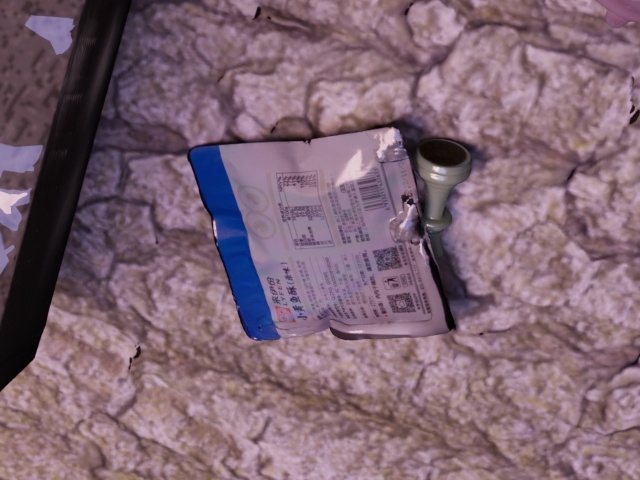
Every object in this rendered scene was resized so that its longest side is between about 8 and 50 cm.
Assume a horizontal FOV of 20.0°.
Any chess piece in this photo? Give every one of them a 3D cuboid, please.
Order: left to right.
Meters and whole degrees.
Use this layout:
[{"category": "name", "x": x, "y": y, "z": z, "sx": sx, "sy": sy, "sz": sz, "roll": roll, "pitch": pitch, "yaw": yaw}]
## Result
[{"category": "chess piece", "x": 0.082, "y": -0.024, "z": 1.299, "sx": 0.042, "sy": 0.042, "sz": 0.093, "roll": 10, "pitch": 123, "yaw": 3}]

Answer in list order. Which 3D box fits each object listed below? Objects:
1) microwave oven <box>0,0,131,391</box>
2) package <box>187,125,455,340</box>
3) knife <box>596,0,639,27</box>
[{"category": "microwave oven", "x": -0.363, "y": -0.115, "z": 1.149, "sx": 0.432, "sy": 0.236, "sz": 0.374, "roll": 15, "pitch": 94, "yaw": -1}, {"category": "package", "x": 0.000, "y": 0.000, "z": 1.318, "sx": 0.173, "sy": 0.027, "sz": 0.171, "roll": -3, "pitch": 121, "yaw": 26}, {"category": "knife", "x": 0.305, "y": -0.283, "z": 1.129, "sx": 0.132, "sy": 0.038, "sz": 0.398, "roll": 36, "pitch": 117, "yaw": -8}]
